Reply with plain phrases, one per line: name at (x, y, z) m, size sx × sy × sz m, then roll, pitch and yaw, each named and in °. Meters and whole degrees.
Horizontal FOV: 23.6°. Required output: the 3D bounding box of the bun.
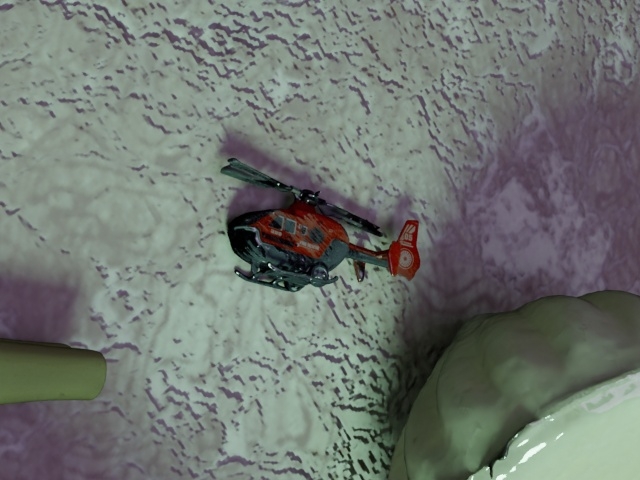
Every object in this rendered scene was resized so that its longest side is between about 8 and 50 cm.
bun at (0.145, 0.115, 0.921) m, size 0.263 × 0.175 × 0.263 m, roll -13°, pitch 133°, yaw -14°

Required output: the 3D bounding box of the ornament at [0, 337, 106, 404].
ornament at (-0.225, 0.147, 0.691) m, size 0.245 × 0.061 × 0.230 m, roll 9°, pitch 89°, yaw -40°

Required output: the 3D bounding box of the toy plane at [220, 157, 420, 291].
toy plane at (0.000, 0.000, 0.871) m, size 0.145 × 0.037 × 0.060 m, roll 15°, pitch 74°, yaw -33°
